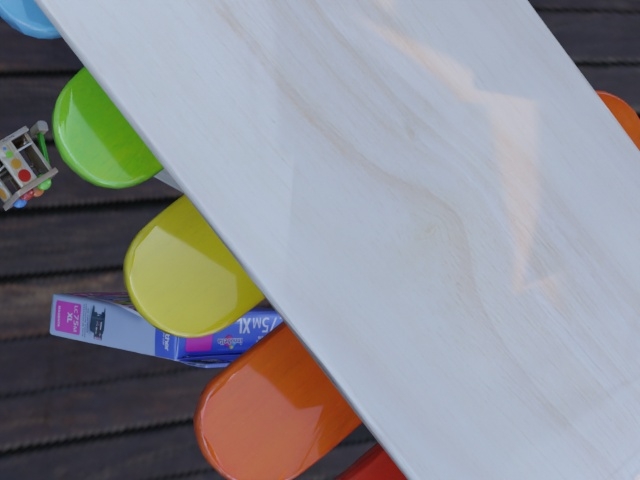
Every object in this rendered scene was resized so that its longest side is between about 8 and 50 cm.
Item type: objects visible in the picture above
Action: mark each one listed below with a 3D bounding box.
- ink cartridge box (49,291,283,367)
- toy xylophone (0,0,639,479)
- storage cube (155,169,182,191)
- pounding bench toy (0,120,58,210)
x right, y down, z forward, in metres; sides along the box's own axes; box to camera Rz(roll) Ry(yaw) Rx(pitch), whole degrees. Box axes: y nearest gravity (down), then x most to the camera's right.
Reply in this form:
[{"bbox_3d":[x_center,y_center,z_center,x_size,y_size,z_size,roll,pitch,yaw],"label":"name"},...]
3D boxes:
[{"bbox_3d":[-0.168,0.105,1.724,0.185,0.311,0.065,1,95,-44],"label":"ink cartridge box"},{"bbox_3d":[0.038,-0.038,0.439,0.236,0.081,0.323,-31,94,-15],"label":"toy xylophone"},{"bbox_3d":[-0.135,-0.159,1.887,0.215,0.183,0.193,30,79,-5],"label":"storage cube"},{"bbox_3d":[-0.300,-0.079,1.453,0.083,0.052,0.065,-38,93,-33],"label":"pounding bench toy"}]
